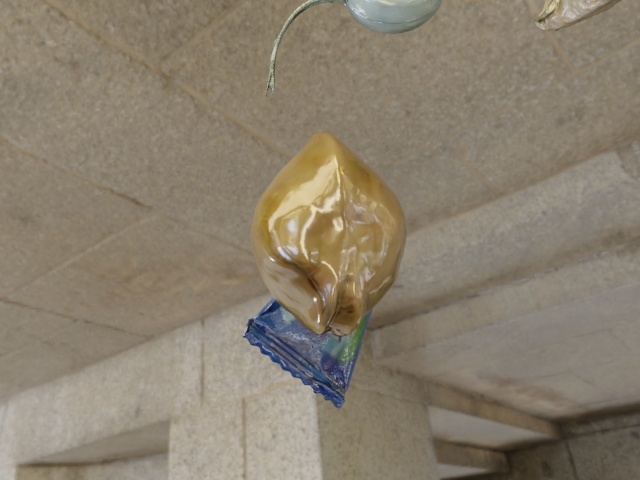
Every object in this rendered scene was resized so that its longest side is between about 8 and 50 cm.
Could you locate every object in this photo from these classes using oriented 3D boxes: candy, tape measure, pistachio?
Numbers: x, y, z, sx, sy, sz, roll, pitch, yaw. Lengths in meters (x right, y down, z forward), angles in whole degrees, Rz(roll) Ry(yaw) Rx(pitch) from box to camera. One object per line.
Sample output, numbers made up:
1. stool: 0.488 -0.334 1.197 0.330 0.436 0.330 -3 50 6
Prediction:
1. candy: 0.015 0.063 0.909 0.187 0.331 0.077 36 146 -13
2. tape measure: 0.051 -0.323 0.860 0.164 0.330 0.084 33 160 20
3. pistachio: 0.000 0.000 0.670 0.162 0.213 0.260 4 169 -12

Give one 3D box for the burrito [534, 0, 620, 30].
1. burrito: 0.437 -0.402 0.834 0.107 0.175 0.348 38 170 -4
